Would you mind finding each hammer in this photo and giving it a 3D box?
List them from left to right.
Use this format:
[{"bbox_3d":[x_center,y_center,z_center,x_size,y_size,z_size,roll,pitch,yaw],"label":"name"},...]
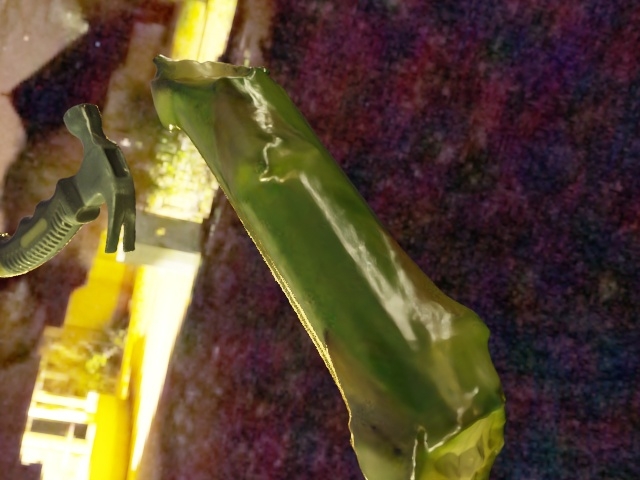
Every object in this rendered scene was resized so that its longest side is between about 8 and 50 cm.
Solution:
[{"bbox_3d":[-0.287,-0.025,0.984,0.226,0.041,0.159,-33,73,30],"label":"hammer"}]

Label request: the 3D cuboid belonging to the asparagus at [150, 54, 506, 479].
[{"bbox_3d":[-0.001,0.000,0.497,0.343,0.082,0.085,59,145,21],"label":"asparagus"}]
